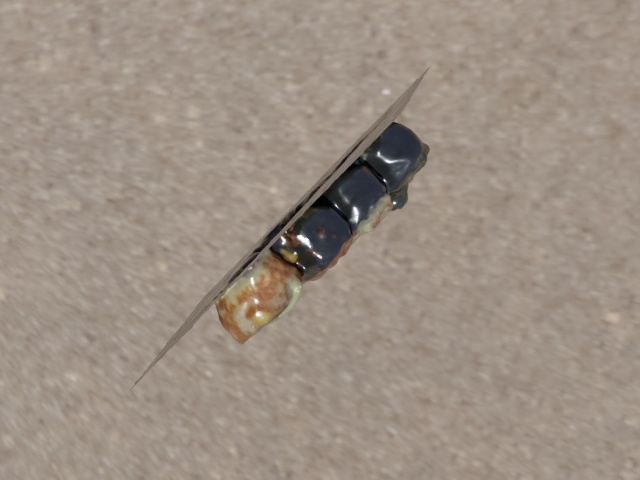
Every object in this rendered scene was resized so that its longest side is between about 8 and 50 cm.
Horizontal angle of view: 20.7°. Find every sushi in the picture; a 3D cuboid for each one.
[{"bbox_3d":[0.000,0.000,1.496,0.069,0.339,0.320,44,103,-3],"label":"sushi"}]
